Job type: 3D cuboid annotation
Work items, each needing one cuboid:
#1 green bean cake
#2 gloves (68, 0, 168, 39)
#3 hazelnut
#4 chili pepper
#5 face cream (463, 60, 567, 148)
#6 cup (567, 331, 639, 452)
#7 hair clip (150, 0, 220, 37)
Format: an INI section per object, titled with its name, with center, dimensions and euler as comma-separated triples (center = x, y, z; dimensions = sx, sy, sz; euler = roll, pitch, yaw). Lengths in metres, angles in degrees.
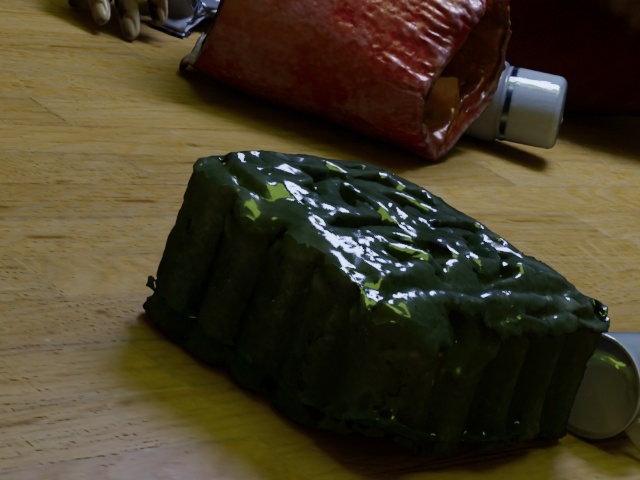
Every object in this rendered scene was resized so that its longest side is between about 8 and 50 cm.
[green bean cake]
center = 0.041, 0.042, 1.299
dimensions = 0.255, 0.132, 0.241
euler = 33, 18, 38
[gloves]
center = -0.191, -0.301, 2.043
dimensions = 0.124, 0.164, 0.203
euler = 55, 37, -23
[hazelnut]
center = 0.359, -0.320, 2.345
dimensions = 0.429, 0.402, 0.402
euler = -8, 28, -26
[chili pepper]
center = 0.039, -0.227, 1.930
dimensions = 0.305, 0.229, 0.251
euler = 24, 33, 5
[face cream]
center = 0.108, -0.166, 2.091
dimensions = 0.314, 0.089, 0.143
euler = 11, 19, 9
[cup]
center = 0.224, 0.112, 1.385
dimensions = 0.104, 0.074, 0.116
euler = 54, 26, 21
[hair clip]
center = -0.136, -0.269, 2.191
dimensions = 0.140, 0.054, 0.220
euler = 17, 13, 13
